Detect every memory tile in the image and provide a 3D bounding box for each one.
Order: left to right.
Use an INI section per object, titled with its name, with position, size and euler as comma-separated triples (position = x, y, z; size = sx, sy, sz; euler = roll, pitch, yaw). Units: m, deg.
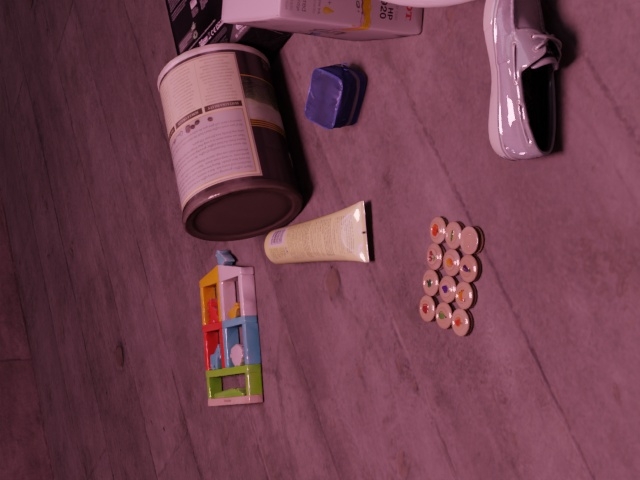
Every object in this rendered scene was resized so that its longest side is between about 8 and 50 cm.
[memory tile]
position = 0.172, 0.047, 1.351
size = 0.113, 0.012, 0.148
euler = 22, 109, 57

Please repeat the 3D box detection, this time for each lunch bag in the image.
[lunch bag]
position = 0.026, -0.223, 1.545
size = 0.067, 0.065, 0.098
euler = 34, 123, 32

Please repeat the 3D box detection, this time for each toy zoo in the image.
[toy zoo]
position = -0.173, 0.163, 1.923
size = 0.192, 0.030, 0.293
euler = -20, 73, 58

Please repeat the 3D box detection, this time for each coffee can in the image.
[coffee can]
position = -0.156, -0.164, 1.721
size = 0.201, 0.202, 0.275
euler = -43, 54, 51

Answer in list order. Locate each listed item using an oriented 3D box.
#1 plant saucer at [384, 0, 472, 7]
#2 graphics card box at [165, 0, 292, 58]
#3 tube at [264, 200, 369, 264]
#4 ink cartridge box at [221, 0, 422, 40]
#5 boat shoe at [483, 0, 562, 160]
[plant saucer]
position = 0.126, -0.482, 1.195
size = 0.400, 0.401, 0.100
euler = -64, -5, 37
[graphics card box]
position = -0.186, -0.464, 1.849
size = 0.233, 0.094, 0.370
euler = -38, 56, 41
[tube]
position = 0.000, 0.000, 1.609
size = 0.070, 0.062, 0.240
euler = 50, 149, -19
[ink cartridge box]
position = 0.007, -0.376, 1.412
size = 0.168, 0.233, 0.171
euler = 14, 102, 57
[boat shoe]
position = 0.243, -0.205, 1.175
size = 0.081, 0.079, 0.227
euler = 8, 103, 52
